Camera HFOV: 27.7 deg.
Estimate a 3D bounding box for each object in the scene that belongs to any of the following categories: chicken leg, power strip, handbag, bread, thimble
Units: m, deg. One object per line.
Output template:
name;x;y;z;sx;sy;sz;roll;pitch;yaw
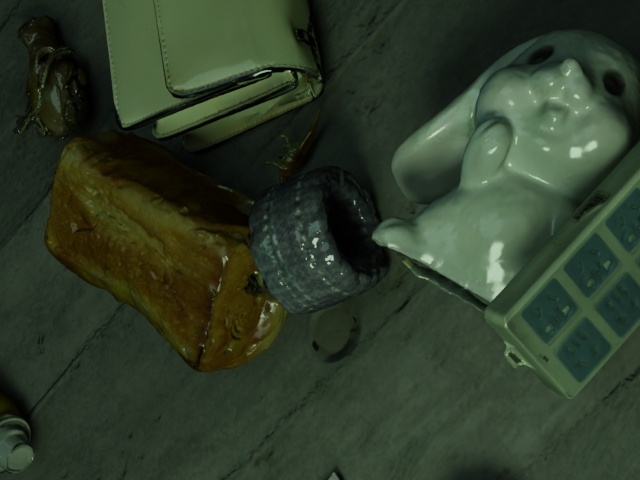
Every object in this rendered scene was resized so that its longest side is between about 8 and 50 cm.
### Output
chicken leg;-0.364;-0.225;1.726;0.125;0.080;0.196;-28;64;44
power strip;0.289;-0.027;1.104;0.367;0.106;0.043;-47;23;-7
handbag;-0.133;-0.310;1.518;0.237;0.160;0.358;-19;70;26
bread;-0.172;0.005;1.490;0.344;0.149;0.195;33;119;36
thimble;-0.001;0.000;1.364;0.098;0.150;0.150;-21;69;27

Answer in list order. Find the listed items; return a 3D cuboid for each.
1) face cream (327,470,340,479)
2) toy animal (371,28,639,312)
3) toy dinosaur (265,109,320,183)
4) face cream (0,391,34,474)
face cream;-0.012;0.297;1.392;0.115;0.020;0.038;-45;57;18
toy animal;0.206;-0.045;1.206;0.289;0.174;0.249;-41;80;10
toy dinosaur;-0.031;-0.106;1.480;0.041;0.026;0.113;35;111;29
face cream;-0.498;0.212;1.721;0.349;0.105;0.105;25;97;37
